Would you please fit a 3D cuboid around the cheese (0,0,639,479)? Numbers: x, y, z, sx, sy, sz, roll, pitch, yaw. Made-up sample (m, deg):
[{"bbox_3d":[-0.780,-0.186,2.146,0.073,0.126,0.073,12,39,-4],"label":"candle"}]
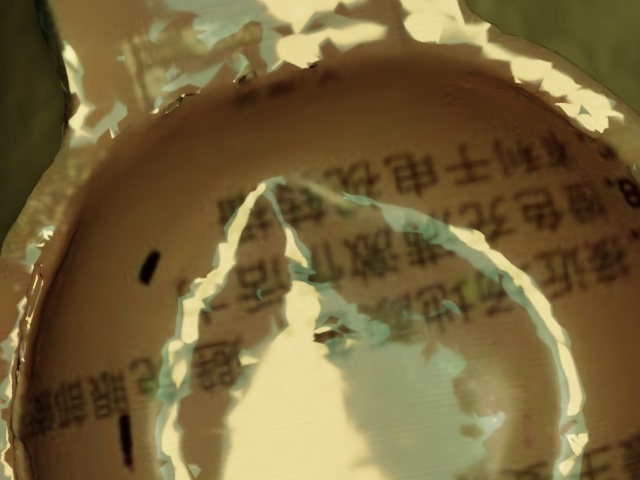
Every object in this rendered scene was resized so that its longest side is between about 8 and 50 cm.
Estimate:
[{"bbox_3d":[0.000,0.000,0.452,0.189,0.074,0.286,-17,88,1],"label":"cheese"}]
